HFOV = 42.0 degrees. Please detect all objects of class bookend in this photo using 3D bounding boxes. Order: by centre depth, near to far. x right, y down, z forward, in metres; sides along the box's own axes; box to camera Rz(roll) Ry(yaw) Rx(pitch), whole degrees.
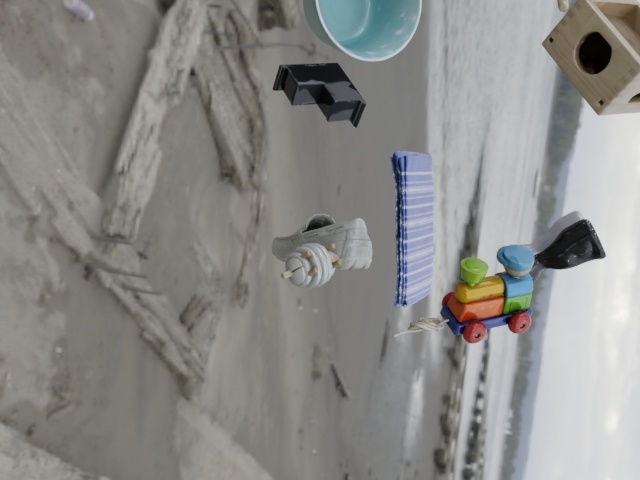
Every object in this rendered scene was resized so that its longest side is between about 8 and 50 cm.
[{"bbox_3d":[-0.003,-0.330,1.909,0.157,0.156,0.072,59,-36,33],"label":"bookend"}]

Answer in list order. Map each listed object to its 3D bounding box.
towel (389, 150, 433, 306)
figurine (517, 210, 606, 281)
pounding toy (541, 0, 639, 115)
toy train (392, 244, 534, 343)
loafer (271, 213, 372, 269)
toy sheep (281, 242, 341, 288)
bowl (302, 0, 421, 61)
[{"bbox_3d":[0.208,-0.032,1.868,0.243,0.040,0.336,-14,104,-66],"label":"towel"},{"bbox_3d":[0.501,0.022,1.848,0.092,0.209,0.215,64,13,-5],"label":"figurine"},{"bbox_3d":[0.334,-0.258,1.054,0.181,0.206,0.094,-10,150,-38],"label":"pounding toy"},{"bbox_3d":[0.246,0.092,1.415,0.105,0.248,0.143,-120,-154,-50],"label":"toy train"},{"bbox_3d":[0.000,0.000,1.753,0.112,0.319,0.111,2,90,-36],"label":"loafer"},{"bbox_3d":[-0.018,0.046,1.506,0.132,0.091,0.091,-11,112,-40],"label":"toy sheep"},{"bbox_3d":[0.081,-0.594,2.066,0.311,0.163,0.311,-4,97,-30],"label":"bowl"}]
